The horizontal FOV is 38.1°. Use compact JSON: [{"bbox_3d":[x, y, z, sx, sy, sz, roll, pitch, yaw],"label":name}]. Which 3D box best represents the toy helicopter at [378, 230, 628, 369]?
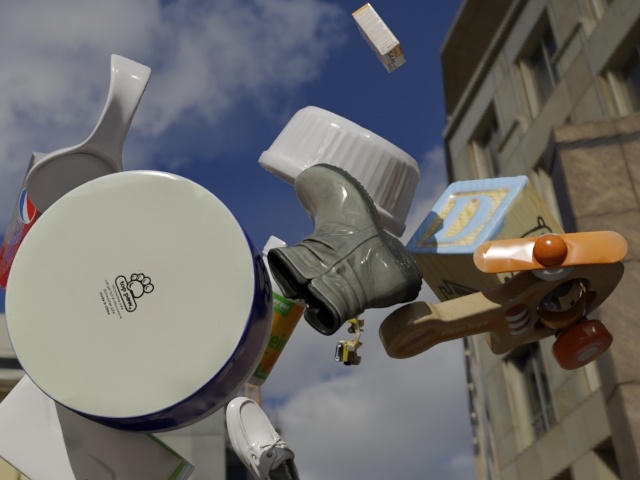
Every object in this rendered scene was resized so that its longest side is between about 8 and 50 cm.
[{"bbox_3d":[0.243,0.078,1.195,0.354,0.140,0.235,-12,-35,-21],"label":"toy helicopter"}]

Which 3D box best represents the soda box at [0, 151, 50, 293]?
[{"bbox_3d":[-0.501,-0.022,1.666,0.083,0.092,0.263,2,-58,-44],"label":"soda box"}]

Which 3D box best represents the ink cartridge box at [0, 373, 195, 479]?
[{"bbox_3d":[-0.274,0.270,1.164,0.207,0.119,0.353,35,-15,5],"label":"ink cartridge box"}]

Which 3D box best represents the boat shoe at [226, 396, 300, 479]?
[{"bbox_3d":[-0.094,0.434,1.851,0.098,0.277,0.096,-24,-3,-43],"label":"boat shoe"}]

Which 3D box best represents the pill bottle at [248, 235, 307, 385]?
[{"bbox_3d":[-0.104,0.122,1.658,0.136,0.246,0.136,29,-2,1],"label":"pill bottle"}]

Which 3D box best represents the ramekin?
[{"bbox_3d":[0.042,-0.120,1.549,0.272,0.127,0.273,27,0,0],"label":"ramekin"}]

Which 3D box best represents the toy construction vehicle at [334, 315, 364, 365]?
[{"bbox_3d":[0.057,0.170,1.555,0.035,0.098,0.086,12,9,19],"label":"toy construction vehicle"}]

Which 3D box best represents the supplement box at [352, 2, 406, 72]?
[{"bbox_3d":[0.096,-0.332,1.522,0.036,0.098,0.062,-34,-25,3],"label":"supplement box"}]

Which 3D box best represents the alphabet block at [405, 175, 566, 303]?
[{"bbox_3d":[0.301,0.023,1.641,0.197,0.192,0.193,49,-26,-25],"label":"alphabet block"}]

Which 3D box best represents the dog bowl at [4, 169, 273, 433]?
[{"bbox_3d":[-0.186,0.064,0.973,0.264,0.265,0.104,-7,-18,4],"label":"dog bowl"}]

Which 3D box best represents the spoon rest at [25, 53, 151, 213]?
[{"bbox_3d":[-0.307,-0.116,1.252,0.137,0.084,0.276,18,-52,-22],"label":"spoon rest"}]

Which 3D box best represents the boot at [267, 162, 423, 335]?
[{"bbox_3d":[0.000,0.000,1.131,0.161,0.246,0.083,-13,-40,-36],"label":"boot"}]
